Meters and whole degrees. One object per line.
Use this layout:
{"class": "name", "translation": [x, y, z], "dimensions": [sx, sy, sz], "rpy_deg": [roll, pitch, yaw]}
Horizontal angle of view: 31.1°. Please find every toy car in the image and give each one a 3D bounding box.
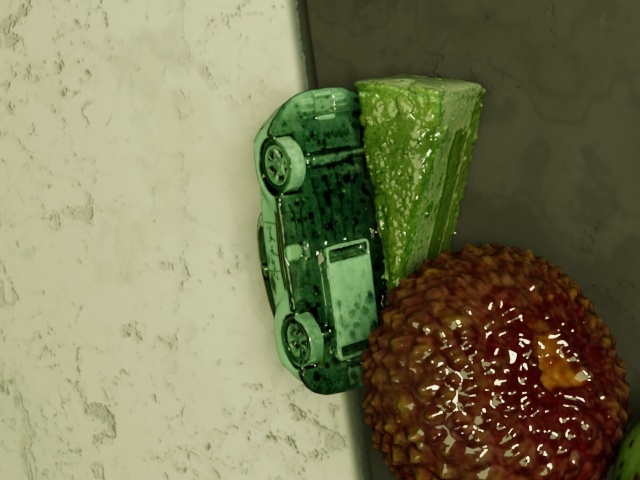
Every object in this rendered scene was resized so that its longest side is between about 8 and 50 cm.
{"class": "toy car", "translation": [0.000, 0.000, 1.179], "dimensions": [0.125, 0.136, 0.306], "rpy_deg": [2, 103, 56]}

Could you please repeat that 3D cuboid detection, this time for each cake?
{"class": "cake", "translation": [0.107, -0.044, 1.108], "dimensions": [0.099, 0.100, 0.235], "rpy_deg": [-1, 101, 35]}

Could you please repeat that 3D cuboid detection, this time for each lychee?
{"class": "lychee", "translation": [0.146, 0.141, 1.059], "dimensions": [0.271, 0.271, 0.271], "rpy_deg": [9, 107, 32]}

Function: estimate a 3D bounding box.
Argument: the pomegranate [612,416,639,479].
{"class": "pomegranate", "translation": [0.370, 0.222, 0.922], "dimensions": [0.270, 0.254, 0.254], "rpy_deg": [35, 127, -19]}
